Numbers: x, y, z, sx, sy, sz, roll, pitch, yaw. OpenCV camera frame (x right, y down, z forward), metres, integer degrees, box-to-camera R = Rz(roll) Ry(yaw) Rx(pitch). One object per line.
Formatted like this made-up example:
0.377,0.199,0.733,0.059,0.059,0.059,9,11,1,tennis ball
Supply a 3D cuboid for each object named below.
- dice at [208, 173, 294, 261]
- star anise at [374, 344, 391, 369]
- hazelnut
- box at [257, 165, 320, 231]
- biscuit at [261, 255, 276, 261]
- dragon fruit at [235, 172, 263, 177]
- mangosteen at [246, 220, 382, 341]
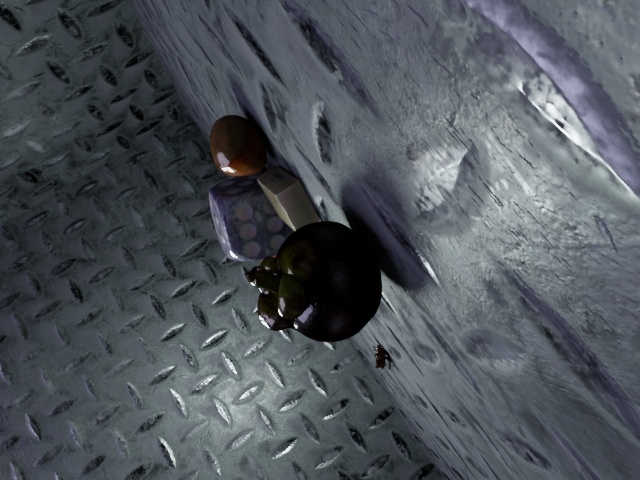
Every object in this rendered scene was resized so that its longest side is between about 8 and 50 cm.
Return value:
-0.262,-0.091,1.692,0.271,0.269,0.271,-140,38,-59,dice
0.280,0.536,1.972,0.191,0.070,0.098,65,-165,-54,star anise
-0.265,-0.307,1.468,0.214,0.176,0.215,39,-142,-38,hazelnut
-0.110,-0.138,1.463,0.168,0.095,0.212,59,171,-31,box
-0.205,-0.018,2.018,0.350,0.078,0.455,64,152,24,biscuit
-0.332,-0.300,1.951,0.344,0.100,0.282,55,167,24,dragon fruit
-0.003,0.112,1.064,0.297,0.313,0.297,43,161,19,mangosteen
